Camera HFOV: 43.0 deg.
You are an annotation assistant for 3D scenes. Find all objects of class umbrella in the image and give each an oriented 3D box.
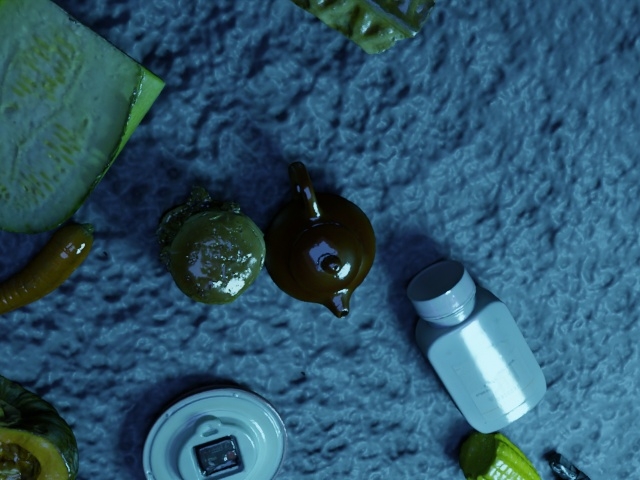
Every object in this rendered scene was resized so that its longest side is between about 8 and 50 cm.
[{"bbox_3d":[0.517,0.496,1.581,0.236,0.059,0.066,44,136,-19],"label":"umbrella"}]

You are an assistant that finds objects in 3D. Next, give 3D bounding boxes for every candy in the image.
[{"bbox_3d":[0.347,0.432,1.500,0.199,0.094,0.106,39,90,-28],"label":"candy"}]

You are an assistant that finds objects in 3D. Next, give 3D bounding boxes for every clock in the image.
[{"bbox_3d":[-0.175,0.353,1.362,0.245,0.056,0.244,-4,108,-12],"label":"clock"}]

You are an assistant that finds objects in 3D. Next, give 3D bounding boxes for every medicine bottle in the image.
[{"bbox_3d":[0.258,0.178,1.382,0.161,0.111,0.296,-35,115,-2],"label":"medicine bottle"}]

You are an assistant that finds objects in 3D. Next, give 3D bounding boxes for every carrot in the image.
[{"bbox_3d":[-0.438,0.065,1.201,0.271,0.062,0.066,-38,146,5],"label":"carrot"}]

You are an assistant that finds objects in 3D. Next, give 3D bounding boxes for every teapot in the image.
[{"bbox_3d":[0.000,0.000,1.244,0.178,0.135,0.252,-20,113,-11],"label":"teapot"}]

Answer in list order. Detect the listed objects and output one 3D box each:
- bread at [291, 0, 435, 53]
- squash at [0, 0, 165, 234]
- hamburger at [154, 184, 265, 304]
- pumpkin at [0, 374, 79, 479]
[{"bbox_3d":[0.023,-0.378,1.125,0.268,0.130,0.152,28,104,-20],"label":"bread"},{"bbox_3d":[-0.383,-0.149,1.061,0.234,0.210,0.309,36,92,-10],"label":"squash"},{"bbox_3d":[-0.163,0.005,1.207,0.159,0.131,0.184,-16,108,-12],"label":"hamburger"},{"bbox_3d":[-0.507,0.315,1.224,0.281,0.139,0.190,35,97,-20],"label":"pumpkin"}]
